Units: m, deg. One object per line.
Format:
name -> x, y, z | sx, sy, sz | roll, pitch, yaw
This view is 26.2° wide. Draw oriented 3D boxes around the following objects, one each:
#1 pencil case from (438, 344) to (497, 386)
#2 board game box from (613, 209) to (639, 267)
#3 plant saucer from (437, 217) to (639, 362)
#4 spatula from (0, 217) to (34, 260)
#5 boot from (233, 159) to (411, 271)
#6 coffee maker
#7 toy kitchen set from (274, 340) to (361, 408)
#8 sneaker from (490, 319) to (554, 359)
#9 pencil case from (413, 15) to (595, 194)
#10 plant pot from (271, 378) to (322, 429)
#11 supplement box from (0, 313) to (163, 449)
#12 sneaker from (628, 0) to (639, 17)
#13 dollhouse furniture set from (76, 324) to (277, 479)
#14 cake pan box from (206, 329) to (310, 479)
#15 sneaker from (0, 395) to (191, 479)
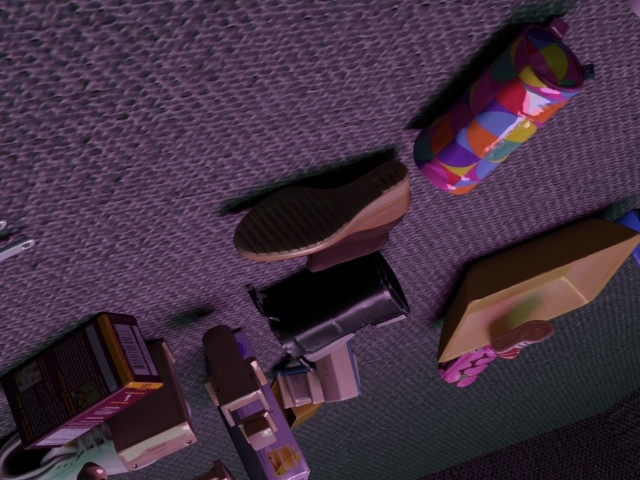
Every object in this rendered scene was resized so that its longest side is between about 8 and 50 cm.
pencil case -> 0.302, 0.220, 2.697 | 0.098, 0.095, 0.209 | -51, 175, -32
board game box -> 0.624, 0.046, 2.453 | 0.047, 0.210, 0.160 | -37, 159, 31
plant saucer -> 0.362, 0.076, 2.405 | 0.332, 0.081, 0.333 | -20, 161, -13
spatula -> -0.418, 0.025, 1.389 | 0.242, 0.019, 0.168 | -26, 156, -2
boot -> 0.000, 0.000, 1.727 | 0.248, 0.090, 0.207 | -23, 159, -18
coffee maker -> 0.020, 0.089, 1.946 | 0.178, 0.120, 0.171 | -30, 160, 11
toy kitchen set -> 0.029, 0.200, 2.315 | 0.166, 0.122, 0.207 | -12, 177, -35
sneaker -> 0.369, 0.181, 2.504 | 0.118, 0.042, 0.067 | -19, 158, 5
pencil case -> 0.205, -0.150, 1.585 | 0.104, 0.104, 0.236 | -8, 155, -41
plant pot -> -0.032, 0.274, 2.437 | 0.083, 0.081, 0.081 | -24, 163, -20
supplement box -> -0.315, 0.187, 1.805 | 0.188, 0.104, 0.081 | -32, 161, 20
sneaker -> 0.483, -0.309, 1.493 | 0.290, 0.106, 0.123 | -17, 162, -19
dollhouse furniture set -> -0.183, 0.325, 2.005 | 0.303, 0.174, 0.355 | -25, 132, -1
cake pan box -> -0.102, 0.292, 2.137 | 0.070, 0.246, 0.267 | -21, 160, -12
sneaker -> -0.345, 0.306, 2.080 | 0.292, 0.108, 0.169 | -25, 164, 3
